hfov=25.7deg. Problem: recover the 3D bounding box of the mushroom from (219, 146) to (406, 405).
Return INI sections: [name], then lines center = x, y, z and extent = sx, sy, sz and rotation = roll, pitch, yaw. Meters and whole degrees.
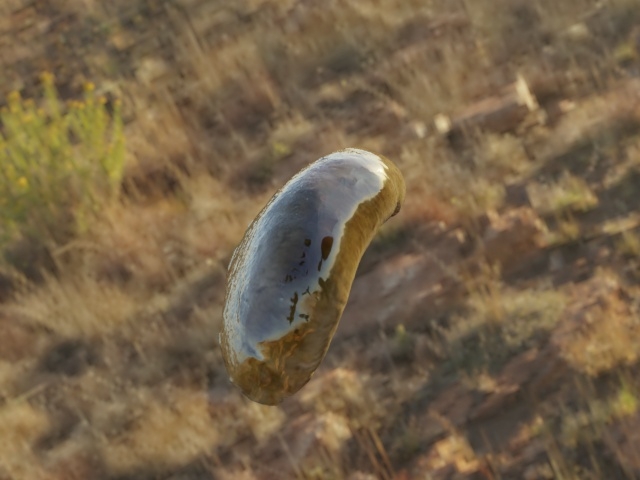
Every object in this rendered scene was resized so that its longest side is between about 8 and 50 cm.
[mushroom]
center = -0.001, -0.002, 0.807
extent = 0.094, 0.072, 0.210
rotation = -45, 10, 43
